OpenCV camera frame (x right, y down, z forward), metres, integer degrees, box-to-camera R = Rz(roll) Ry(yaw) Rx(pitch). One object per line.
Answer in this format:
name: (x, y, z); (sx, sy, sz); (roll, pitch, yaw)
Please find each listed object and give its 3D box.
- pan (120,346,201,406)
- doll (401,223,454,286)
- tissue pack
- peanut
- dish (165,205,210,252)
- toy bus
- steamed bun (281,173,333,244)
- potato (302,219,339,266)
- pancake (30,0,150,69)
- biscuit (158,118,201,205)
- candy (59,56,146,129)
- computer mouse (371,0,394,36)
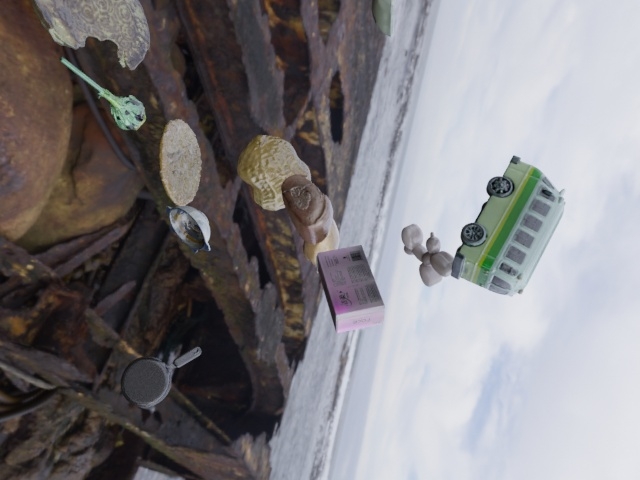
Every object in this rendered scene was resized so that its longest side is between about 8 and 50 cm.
pan: (-0.440, 0.364, 1.369); (0.235, 0.136, 0.028); (-30, 175, -17)
doll: (0.257, 0.031, 1.213); (0.160, 0.059, 0.161); (62, -19, 11)
tissue pack: (0.082, 0.138, 1.450); (0.093, 0.148, 0.246); (89, -11, -45)
peanut: (-0.145, -0.211, 1.510); (0.233, 0.196, 0.110); (56, -2, -29)
dish: (-0.530, -0.066, 2.041); (0.086, 0.227, 0.236); (-43, 109, -38)
toy bus: (0.405, -0.026, 1.050); (0.276, 0.164, 0.134); (-55, 159, -15)
steamed bun: (-0.032, -0.082, 1.295); (0.175, 0.106, 0.145); (58, -8, 26)
potato: (-0.002, 0.004, 1.768); (0.235, 0.128, 0.161); (75, 31, -63)
pancake: (-0.516, -0.523, 1.126); (0.286, 0.033, 0.288); (64, 37, -32)
biscuit: (-0.352, -0.196, 1.240); (0.220, 0.033, 0.220); (1, 90, -80)
candy: (-0.536, -0.360, 1.217); (0.305, 0.083, 0.091); (42, 43, -75)
computer mouse: (0.149, -0.565, 1.151); (0.089, 0.056, 0.182); (74, 21, -75)
